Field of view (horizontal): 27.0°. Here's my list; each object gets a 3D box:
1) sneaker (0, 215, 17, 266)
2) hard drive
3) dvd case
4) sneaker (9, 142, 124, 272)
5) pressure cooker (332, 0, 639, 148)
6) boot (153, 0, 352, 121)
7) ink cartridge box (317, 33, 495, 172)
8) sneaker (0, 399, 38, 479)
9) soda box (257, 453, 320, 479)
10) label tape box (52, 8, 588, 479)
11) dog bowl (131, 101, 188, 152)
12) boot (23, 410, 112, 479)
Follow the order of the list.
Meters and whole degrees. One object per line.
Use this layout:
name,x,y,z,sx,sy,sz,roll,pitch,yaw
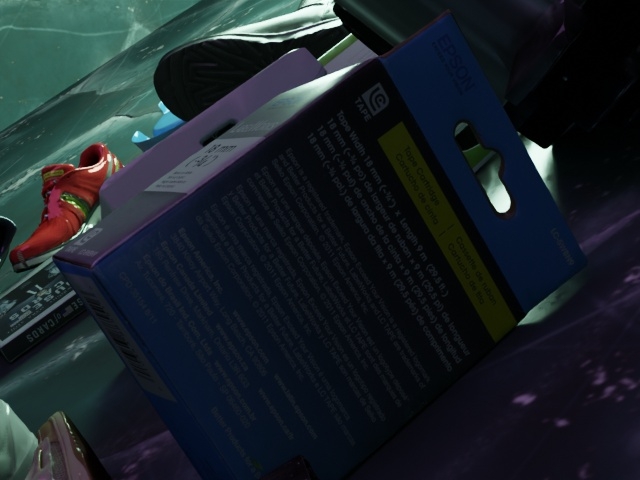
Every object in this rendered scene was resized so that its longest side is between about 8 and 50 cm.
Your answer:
sneaker,-0.521,0.065,1.838,0.121,0.111,0.300,-30,27,42
hard drive,-0.109,-0.027,1.312,0.233,0.047,0.353,-38,-13,-20
dvd case,-0.368,0.078,1.765,0.179,0.029,0.239,-37,19,-16
sneaker,-0.388,-0.052,1.986,0.107,0.118,0.279,-18,23,36
pressure cooker,0.215,-0.292,1.249,0.370,0.420,0.375,-53,-2,-3
boot,-0.030,-0.339,2.067,0.367,0.146,0.445,-6,30,14
ink cartridge box,0.102,-0.127,1.485,0.255,0.097,0.189,30,56,30
sneaker,-0.364,0.215,1.188,0.108,0.169,0.292,-22,22,20
soda box,-0.067,0.217,0.898,0.169,0.053,0.060,-31,18,-1
label tape box,0.008,0.017,1.005,0.334,0.240,0.106,-37,18,-21
dog bowl,-0.192,-0.200,2.137,0.166,0.074,0.297,-23,19,22
boot,-0.254,0.234,1.115,0.165,0.077,0.213,-36,22,-8
